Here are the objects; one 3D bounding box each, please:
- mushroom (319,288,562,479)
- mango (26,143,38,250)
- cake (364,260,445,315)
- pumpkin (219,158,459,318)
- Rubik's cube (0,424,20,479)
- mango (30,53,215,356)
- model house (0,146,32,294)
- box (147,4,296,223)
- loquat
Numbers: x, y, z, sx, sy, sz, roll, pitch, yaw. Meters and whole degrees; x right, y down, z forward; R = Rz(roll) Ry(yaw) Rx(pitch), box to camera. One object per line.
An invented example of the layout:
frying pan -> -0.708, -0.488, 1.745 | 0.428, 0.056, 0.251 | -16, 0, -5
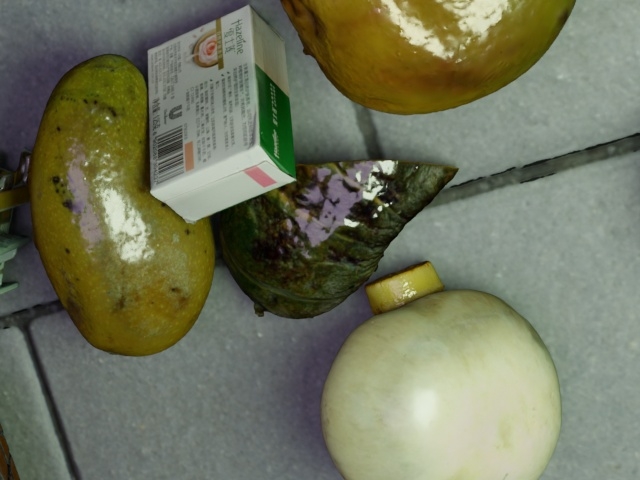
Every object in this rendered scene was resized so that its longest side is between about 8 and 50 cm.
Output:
mushroom -> 0.112, 0.167, 1.338 | 0.260, 0.234, 0.254 | 44, 74, -28
mango -> -0.288, -0.070, 1.485 | 0.101, 0.066, 0.187 | 13, 108, -12
cake -> 0.089, 0.054, 1.377 | 0.084, 0.084, 0.044 | -23, 92, 22
pumpkin -> 0.001, 0.000, 1.357 | 0.279, 0.111, 0.163 | -3, 84, 20
Rubik's cube -> -0.513, 0.302, 1.544 | 0.319, 0.319, 0.264 | -35, 115, 23
mango -> -0.219, -0.030, 1.399 | 0.176, 0.176, 0.329 | 0, 121, 24
model house -> -0.461, -0.014, 1.478 | 0.199, 0.224, 0.215 | 16, 106, 15
box -> -0.106, -0.133, 1.351 | 0.135, 0.081, 0.199 | -20, 56, 22
loquat -> 0.100, -0.260, 1.216 | 0.284, 0.276, 0.276 | -33, 90, 4
